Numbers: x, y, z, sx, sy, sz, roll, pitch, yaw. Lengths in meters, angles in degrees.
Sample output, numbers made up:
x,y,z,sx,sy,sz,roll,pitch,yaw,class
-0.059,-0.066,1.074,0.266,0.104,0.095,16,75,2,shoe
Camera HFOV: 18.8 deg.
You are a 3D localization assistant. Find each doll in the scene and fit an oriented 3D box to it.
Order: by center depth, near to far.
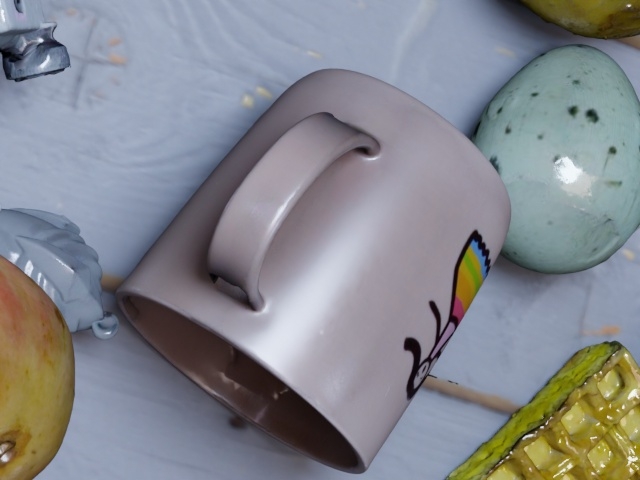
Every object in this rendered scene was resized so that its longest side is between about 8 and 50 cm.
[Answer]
x,y,z,sx,sy,sz,roll,pitch,yaw,class
-0.202,0.007,1.216,0.180,0.079,0.094,35,58,-5,doll

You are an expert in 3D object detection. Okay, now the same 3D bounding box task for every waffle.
x,y,z,sx,sy,sz,roll,pitch,yaw,class
0.212,0.198,1.377,0.160,0.055,0.211,-42,104,-16,waffle

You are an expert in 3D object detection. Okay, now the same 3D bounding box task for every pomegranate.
x,y,z,sx,sy,sz,roll,pitch,yaw,class
-0.237,0.074,1.111,0.191,0.191,0.191,0,90,-21,pomegranate

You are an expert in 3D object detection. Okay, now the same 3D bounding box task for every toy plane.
x,y,z,sx,sy,sz,roll,pitch,yaw,class
-0.207,-0.137,1.116,0.101,0.255,0.251,-13,95,-3,toy plane

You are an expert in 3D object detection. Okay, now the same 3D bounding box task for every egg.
x,y,z,sx,sy,sz,roll,pitch,yaw,class
0.168,-0.057,1.322,0.131,0.131,0.164,28,74,-18,egg

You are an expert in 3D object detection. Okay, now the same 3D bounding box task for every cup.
x,y,z,sx,sy,sz,roll,pitch,yaw,class
0.000,0.000,1.201,0.191,0.253,0.200,30,74,20,cup

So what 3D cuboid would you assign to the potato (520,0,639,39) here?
x,y,z,sx,sy,sz,roll,pitch,yaw,class
0.257,-0.271,1.350,0.369,0.176,0.195,-28,60,-26,potato
